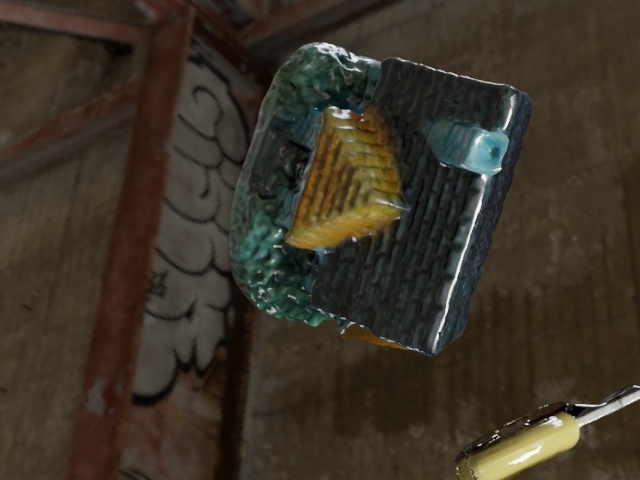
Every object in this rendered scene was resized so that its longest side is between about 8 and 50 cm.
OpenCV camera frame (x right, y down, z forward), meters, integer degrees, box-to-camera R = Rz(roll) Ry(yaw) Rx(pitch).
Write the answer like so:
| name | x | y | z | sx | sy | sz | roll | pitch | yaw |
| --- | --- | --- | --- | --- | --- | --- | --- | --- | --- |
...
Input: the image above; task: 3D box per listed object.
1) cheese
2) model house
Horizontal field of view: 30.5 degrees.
| name | x | y | z | sx | sy | sz | roll | pitch | yaw |
| --- | --- | --- | --- | --- | --- | --- | --- | --- | --- |
| cheese | 0.185 | 0.153 | 0.935 | 0.162 | 0.086 | 0.036 | -24 | -109 | -11 |
| model house | 0.060 | -0.023 | 1.017 | 0.241 | 0.225 | 0.261 | -142 | -114 | -71 |
